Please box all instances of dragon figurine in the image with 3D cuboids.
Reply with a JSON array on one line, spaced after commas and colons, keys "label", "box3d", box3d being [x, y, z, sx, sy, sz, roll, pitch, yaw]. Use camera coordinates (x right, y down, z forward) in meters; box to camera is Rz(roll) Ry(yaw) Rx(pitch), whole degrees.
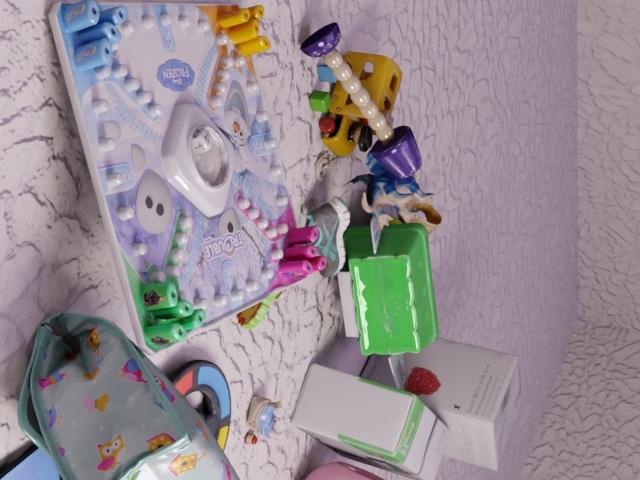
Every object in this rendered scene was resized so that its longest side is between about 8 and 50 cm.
[{"label": "dragon figurine", "box3d": [0.099, -0.102, 1.745, 0.289, 0.144, 0.085, -13, 148, -54]}]

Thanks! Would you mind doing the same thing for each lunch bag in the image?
[{"label": "lunch bag", "box3d": [-0.220, 0.220, 1.155, 0.160, 0.262, 0.223, -37, 140, -11]}]

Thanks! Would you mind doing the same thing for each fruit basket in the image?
[{"label": "fruit basket", "box3d": [0.128, 0.064, 1.935, 0.353, 0.165, 0.327, -78, 161, -71]}]

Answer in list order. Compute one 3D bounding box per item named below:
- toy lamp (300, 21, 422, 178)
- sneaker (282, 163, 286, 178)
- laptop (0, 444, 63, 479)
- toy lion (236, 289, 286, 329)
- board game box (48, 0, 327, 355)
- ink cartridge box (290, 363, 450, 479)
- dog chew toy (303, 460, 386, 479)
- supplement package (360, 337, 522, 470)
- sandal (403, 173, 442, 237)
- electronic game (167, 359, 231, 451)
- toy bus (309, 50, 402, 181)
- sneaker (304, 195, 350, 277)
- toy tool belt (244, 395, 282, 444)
[{"label": "toy lamp", "box3d": [0.073, -0.217, 1.636, 0.275, 0.080, 0.080, 55, 45, -22]}, {"label": "sneaker", "box3d": [-0.103, -0.011, 1.490, 0.232, 0.090, 0.115, -70, 162, 1]}, {"label": "laptop", "box3d": [-0.294, 0.377, 1.116, 0.136, 0.264, 0.234, -14, 113, -30]}, {"label": "toy lion", "box3d": [-0.094, 0.083, 1.550, 0.034, 0.096, 0.100, 30, 28, -27]}, {"label": "board game box", "box3d": [-0.135, -0.101, 1.247, 0.390, 0.050, 0.390, -24, 101, -61]}, {"label": "ink cartridge box", "box3d": [0.102, 0.347, 1.909, 0.121, 0.211, 0.289, -69, 153, -16]}, {"label": "dog chew toy", "box3d": [0.018, 0.577, 1.859, 0.332, 0.206, 0.206, -68, 154, -5]}, {"label": "supplement package", "box3d": [0.247, 0.320, 2.112, 0.177, 0.293, 0.175, -60, 150, -35]}, {"label": "sandal", "box3d": [0.212, -0.050, 2.126, 0.240, 0.079, 0.088, 79, 26, -42]}, {"label": "electronic game", "box3d": [-0.191, 0.281, 1.449, 0.229, 0.048, 0.229, -39, 134, -55]}, {"label": "toy bus", "box3d": [0.072, -0.217, 1.737, 0.191, 0.104, 0.202, -47, 140, -49]}, {"label": "sneaker", "box3d": [0.000, 0.000, 1.744, 0.076, 0.065, 0.166, -21, 136, -27]}, {"label": "toy tool belt", "box3d": [-0.092, 0.296, 1.664, 0.052, 0.051, 0.083, 13, 88, -65]}]
